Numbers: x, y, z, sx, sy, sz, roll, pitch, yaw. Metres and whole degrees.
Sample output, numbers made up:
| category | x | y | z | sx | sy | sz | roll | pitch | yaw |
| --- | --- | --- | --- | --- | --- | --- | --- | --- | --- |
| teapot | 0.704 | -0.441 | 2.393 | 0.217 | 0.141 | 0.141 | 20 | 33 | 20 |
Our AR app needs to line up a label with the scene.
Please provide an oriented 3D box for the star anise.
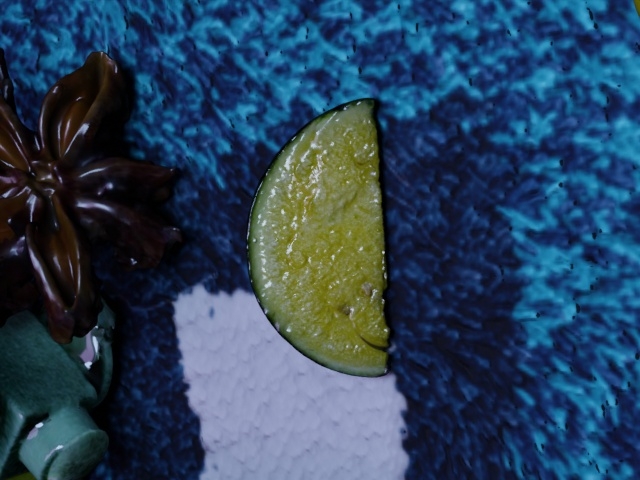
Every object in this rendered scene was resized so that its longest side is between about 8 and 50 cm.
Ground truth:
| category | x | y | z | sx | sy | sz | roll | pitch | yaw |
| --- | --- | --- | --- | --- | --- | --- | --- | --- | --- |
| star anise | -0.189 | -0.023 | 1.340 | 0.190 | 0.126 | 0.220 | 11 | 64 | 27 |

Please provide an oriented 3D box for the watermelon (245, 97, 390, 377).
| category | x | y | z | sx | sy | sz | roll | pitch | yaw |
| --- | --- | --- | --- | --- | --- | --- | --- | --- | --- |
| watermelon | -0.004 | -0.001 | 1.252 | 0.092 | 0.075 | 0.181 | -5 | 97 | -2 |

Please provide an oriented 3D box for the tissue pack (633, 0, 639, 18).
| category | x | y | z | sx | sy | sz | roll | pitch | yaw |
| --- | --- | --- | --- | --- | --- | --- | --- | --- | --- |
| tissue pack | 0.244 | -0.112 | 0.948 | 0.178 | 0.123 | 0.127 | 45 | 120 | 26 |

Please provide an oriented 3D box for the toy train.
| category | x | y | z | sx | sy | sz | roll | pitch | yaw |
| --- | --- | --- | --- | --- | --- | --- | --- | --- | --- |
| toy train | -0.317 | 0.080 | 1.472 | 0.397 | 0.160 | 0.253 | 46 | 130 | 26 |
